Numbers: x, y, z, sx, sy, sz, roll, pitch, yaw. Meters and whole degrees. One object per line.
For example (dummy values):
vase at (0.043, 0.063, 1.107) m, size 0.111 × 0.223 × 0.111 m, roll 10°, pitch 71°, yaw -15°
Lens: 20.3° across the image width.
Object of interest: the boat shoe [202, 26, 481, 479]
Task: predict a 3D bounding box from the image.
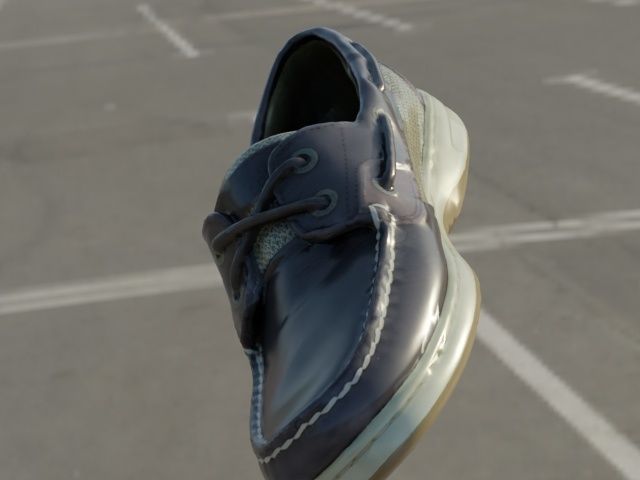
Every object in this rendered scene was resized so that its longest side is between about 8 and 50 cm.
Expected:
boat shoe at (0.000, 0.000, 0.687) m, size 0.103 × 0.092 × 0.285 m, roll -42°, pitch 17°, yaw 25°
